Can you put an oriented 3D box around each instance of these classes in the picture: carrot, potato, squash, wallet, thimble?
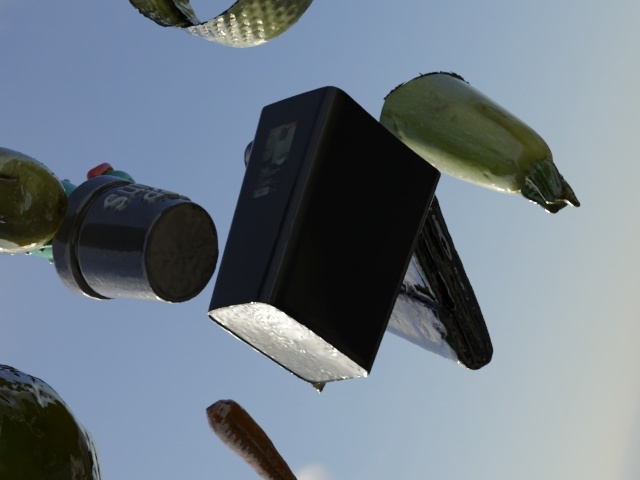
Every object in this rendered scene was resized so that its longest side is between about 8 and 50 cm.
[{"bbox_3d":[-0.058,0.270,1.896,0.048,0.216,0.048,-38,13,10],"label":"carrot"},{"bbox_3d":[-0.472,-0.049,2.204,0.169,0.248,0.143,77,-165,-47],"label":"potato"},{"bbox_3d":[0.217,-0.128,2.017,0.137,0.287,0.137,-22,-57,-39],"label":"squash"},{"bbox_3d":[0.043,0.007,1.844,0.062,0.406,0.228,-28,-69,-19],"label":"wallet"},{"bbox_3d":[-0.131,-0.397,2.160,0.150,0.270,0.271,13,-88,-57],"label":"thimble"}]

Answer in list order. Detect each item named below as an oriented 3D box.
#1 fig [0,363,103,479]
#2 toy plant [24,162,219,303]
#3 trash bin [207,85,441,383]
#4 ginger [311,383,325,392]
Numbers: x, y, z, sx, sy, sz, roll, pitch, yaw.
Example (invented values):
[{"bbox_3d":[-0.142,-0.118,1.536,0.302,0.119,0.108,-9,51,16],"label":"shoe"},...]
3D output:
[{"bbox_3d":[-0.373,0.288,1.582,0.343,0.343,0.343,15,-90,-79],"label":"fig"},{"bbox_3d":[-0.330,-0.016,2.379,0.279,0.400,0.185,-49,-50,-30],"label":"toy plant"},{"bbox_3d":[0.000,0.000,1.504,0.165,0.115,0.226,37,-122,-34],"label":"trash bin"},{"bbox_3d":[-0.030,0.092,1.610,0.044,0.057,0.137,-50,-54,-28],"label":"ginger"}]
